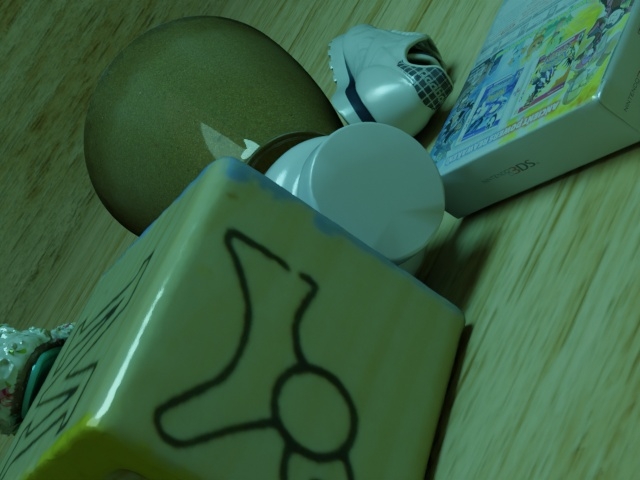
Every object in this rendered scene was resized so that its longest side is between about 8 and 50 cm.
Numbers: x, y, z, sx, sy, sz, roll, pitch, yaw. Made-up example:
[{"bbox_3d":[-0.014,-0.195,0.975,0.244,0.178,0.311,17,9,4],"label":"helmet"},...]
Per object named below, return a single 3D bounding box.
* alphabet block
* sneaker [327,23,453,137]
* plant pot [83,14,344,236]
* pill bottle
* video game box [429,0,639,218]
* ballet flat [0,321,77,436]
[{"bbox_3d":[-0.056,0.106,0.721,0.193,0.192,0.197,-42,19,47],"label":"alphabet block"},{"bbox_3d":[0.067,-0.149,1.098,0.095,0.090,0.235,-38,24,15],"label":"sneaker"},{"bbox_3d":[-0.068,-0.066,1.105,0.237,0.237,0.254,-56,30,2],"label":"plant pot"},{"bbox_3d":[0.000,0.000,0.846,0.121,0.121,0.216,-63,9,-24],"label":"pill bottle"},{"bbox_3d":[0.160,-0.120,0.791,0.187,0.048,0.205,-61,15,-23],"label":"video game box"},{"bbox_3d":[-0.204,0.092,0.864,0.241,0.077,0.091,69,-145,-79],"label":"ballet flat"}]
